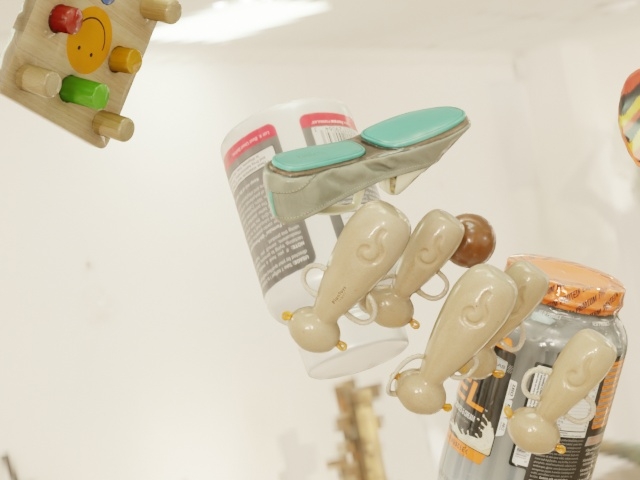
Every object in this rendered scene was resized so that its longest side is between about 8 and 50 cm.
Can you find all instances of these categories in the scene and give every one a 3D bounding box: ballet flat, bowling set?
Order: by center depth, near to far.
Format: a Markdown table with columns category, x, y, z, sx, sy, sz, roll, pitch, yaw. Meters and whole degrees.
| category | x | y | z | sx | sy | sz | roll | pitch | yaw |
| --- | --- | --- | --- | --- | --- | --- | --- | --- | --- |
| ballet flat | 0.043 | -0.066 | 1.317 | 0.213 | 0.068 | 0.072 | -18 | 29 | -25 |
| bowling set | 0.126 | 0.072 | 1.348 | 0.154 | 0.287 | 0.200 | -57 | 0 | 18 |

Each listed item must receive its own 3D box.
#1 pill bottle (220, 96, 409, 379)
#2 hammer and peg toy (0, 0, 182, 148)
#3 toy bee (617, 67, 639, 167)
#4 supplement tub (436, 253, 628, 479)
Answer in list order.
| category | x | y | z | sx | sy | sz | roll | pitch | yaw |
| --- | --- | --- | --- | --- | --- | --- | --- | --- | --- |
| pill bottle | 0.000 | 0.000 | 1.783 | 0.176 | 0.319 | 0.176 | -16 | -19 | -6 |
| hammer and peg toy | -0.342 | -0.297 | 1.934 | 0.127 | 0.266 | 0.361 | 18 | -8 | 29 |
| toy bee | 0.295 | -0.072 | 0.898 | 0.195 | 0.162 | 0.298 | 12 | -19 | -9 |
| supplement tub | 0.270 | 0.187 | 1.815 | 0.193 | 0.316 | 0.193 | 12 | 12 | -3 |
